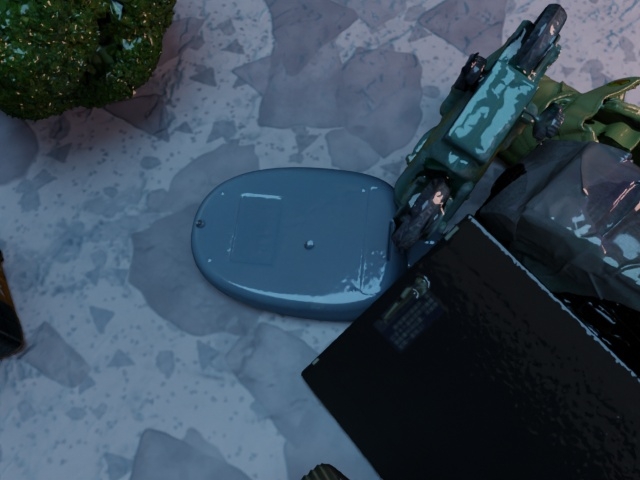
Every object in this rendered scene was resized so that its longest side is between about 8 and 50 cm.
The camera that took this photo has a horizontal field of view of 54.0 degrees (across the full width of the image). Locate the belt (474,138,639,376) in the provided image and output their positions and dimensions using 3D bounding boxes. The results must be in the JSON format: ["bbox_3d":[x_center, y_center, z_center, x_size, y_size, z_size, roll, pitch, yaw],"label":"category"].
[{"bbox_3d":[0.293,0.028,0.641,0.164,0.184,0.289,-44,70,-10],"label":"belt"}]

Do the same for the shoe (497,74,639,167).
[{"bbox_3d":[0.320,-0.125,0.750,0.140,0.128,0.262,-34,72,-27],"label":"shoe"}]

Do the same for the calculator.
[{"bbox_3d":[0.000,0.000,0.736,0.303,0.042,0.188,4,66,4],"label":"calculator"}]

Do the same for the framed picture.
[{"bbox_3d":[0.171,0.177,0.612,0.255,0.014,0.338,-46,71,10],"label":"framed picture"}]

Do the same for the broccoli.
[{"bbox_3d":[-0.332,-0.303,0.747,0.310,0.321,0.413,21,63,-21],"label":"broccoli"}]

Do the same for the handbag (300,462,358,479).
[{"bbox_3d":[0.053,0.336,0.450,0.340,0.247,0.240,49,59,-15],"label":"handbag"}]

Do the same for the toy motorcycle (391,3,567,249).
[{"bbox_3d":[0.168,-0.114,0.690,0.109,0.198,0.296,34,92,1],"label":"toy motorcycle"}]

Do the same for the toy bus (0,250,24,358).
[{"bbox_3d":[-0.417,0.040,0.605,0.138,0.275,0.167,-24,69,-9],"label":"toy bus"}]
